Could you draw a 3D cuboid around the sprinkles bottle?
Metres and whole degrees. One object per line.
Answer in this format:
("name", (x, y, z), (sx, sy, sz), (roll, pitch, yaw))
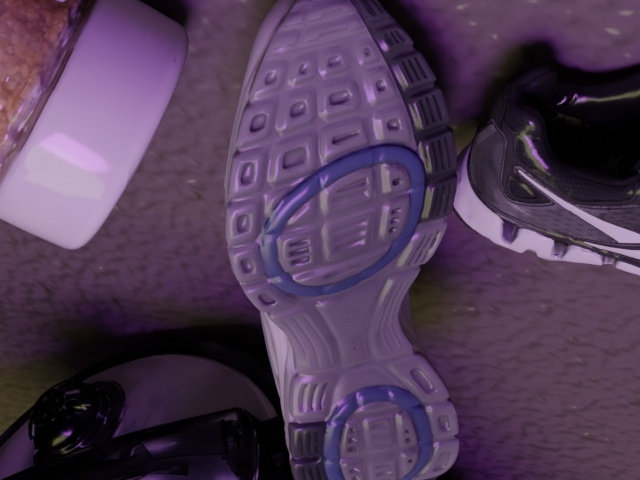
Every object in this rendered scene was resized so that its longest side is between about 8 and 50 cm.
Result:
("sprinkles bottle", (-0.239, -0.124, 0.652), (0.355, 0.121, 0.121), (27, 149, -14))

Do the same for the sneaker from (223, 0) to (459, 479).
("sneaker", (0.000, 0.000, 0.729), (0.111, 0.129, 0.297), (-11, 129, -10))

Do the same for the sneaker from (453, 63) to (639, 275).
("sneaker", (0.173, -0.020, 0.640), (0.234, 0.078, 0.106), (16, 152, 9))

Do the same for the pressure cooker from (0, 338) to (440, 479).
("pressure cooker", (-0.082, 0.275, 0.980), (0.375, 0.370, 0.420), (22, 160, 49))
